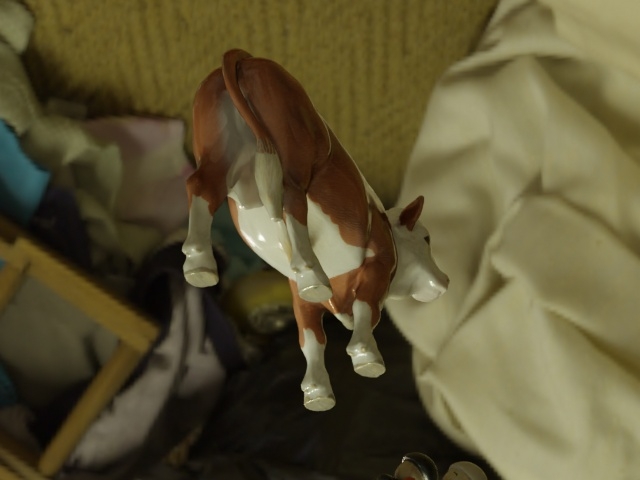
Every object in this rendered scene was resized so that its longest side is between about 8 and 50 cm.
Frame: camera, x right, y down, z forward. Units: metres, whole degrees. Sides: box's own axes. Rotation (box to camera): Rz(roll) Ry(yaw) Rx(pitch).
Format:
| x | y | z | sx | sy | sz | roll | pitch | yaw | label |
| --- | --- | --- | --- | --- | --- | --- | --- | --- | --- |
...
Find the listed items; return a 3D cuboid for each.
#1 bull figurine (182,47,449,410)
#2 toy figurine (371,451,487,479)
| x | y | z | sx | sy | sz | roll | pitch | yaw | label |
| --- | --- | --- | --- | --- | --- | --- | --- | --- | --- |
| 0.000 | 0.000 | 0.942 | 0.101 | 0.188 | 0.310 | -18 | 141 | 23 | bull figurine |
| 0.146 | 0.384 | 1.667 | 0.210 | 0.148 | 0.213 | 63 | 156 | -5 | toy figurine |
